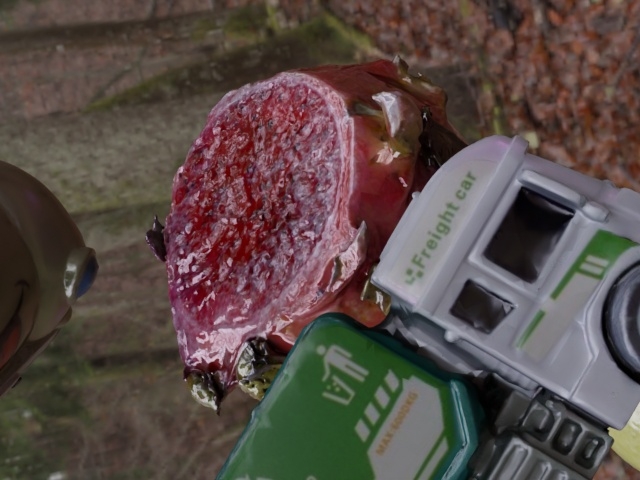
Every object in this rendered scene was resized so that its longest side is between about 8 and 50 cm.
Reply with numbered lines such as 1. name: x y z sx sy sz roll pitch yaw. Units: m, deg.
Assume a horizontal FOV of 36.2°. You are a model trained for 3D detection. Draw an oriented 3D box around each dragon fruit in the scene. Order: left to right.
1. dragon fruit: 0.000 0.000 0.565 0.147 0.211 0.282 38 -134 -50

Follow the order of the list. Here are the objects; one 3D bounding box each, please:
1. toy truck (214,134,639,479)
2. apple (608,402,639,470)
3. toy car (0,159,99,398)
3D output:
1. toy truck: 0.030 0.087 0.334 0.253 0.124 0.114 -61 -3 -1
2. apple: 0.440 0.123 1.012 0.295 0.234 0.257 -59 -31 -17
3. toy car: -0.344 -0.022 0.699 0.336 0.242 0.226 39 139 -1
